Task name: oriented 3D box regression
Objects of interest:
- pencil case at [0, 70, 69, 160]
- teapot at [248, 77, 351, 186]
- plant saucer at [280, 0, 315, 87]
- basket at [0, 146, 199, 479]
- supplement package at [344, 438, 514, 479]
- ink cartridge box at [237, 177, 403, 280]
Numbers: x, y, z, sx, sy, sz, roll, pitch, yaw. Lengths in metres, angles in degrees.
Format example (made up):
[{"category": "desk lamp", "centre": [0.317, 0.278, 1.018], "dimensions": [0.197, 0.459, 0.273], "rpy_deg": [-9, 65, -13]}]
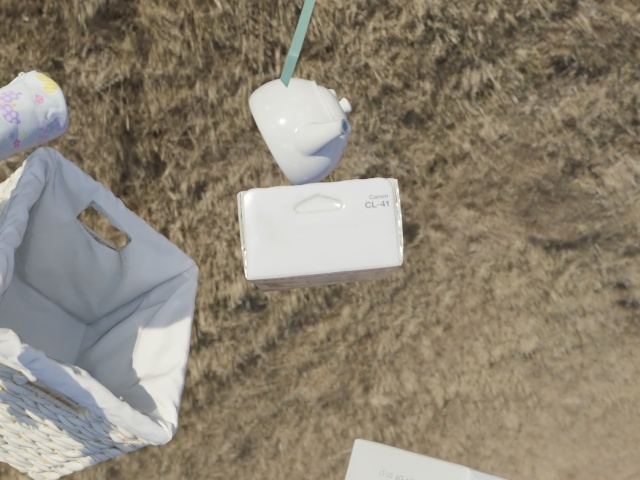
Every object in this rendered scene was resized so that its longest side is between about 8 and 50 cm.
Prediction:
[{"category": "pencil case", "centre": [-0.556, -0.195, 1.368], "dimensions": [0.113, 0.273, 0.124], "rpy_deg": [14, 123, 29]}, {"category": "teapot", "centre": [-0.022, -0.248, 1.715], "dimensions": [0.187, 0.256, 0.252], "rpy_deg": [-28, 156, 5]}, {"category": "plant saucer", "centre": [-0.032, -0.322, 1.258], "dimensions": [0.018, 0.192, 0.067], "rpy_deg": [17, 140, -7]}, {"category": "basket", "centre": [-0.384, 0.113, 1.151], "dimensions": [0.266, 0.331, 0.328], "rpy_deg": [-26, 130, 27]}, {"category": "supplement package", "centre": [0.143, 0.267, 0.682], "dimensions": [0.244, 0.134, 0.139], "rpy_deg": [24, 164, -32]}, {"category": "ink cartridge box", "centre": [0.000, 0.000, 1.240], "dimensions": [0.226, 0.131, 0.306], "rpy_deg": [-6, 175, 0]}]
